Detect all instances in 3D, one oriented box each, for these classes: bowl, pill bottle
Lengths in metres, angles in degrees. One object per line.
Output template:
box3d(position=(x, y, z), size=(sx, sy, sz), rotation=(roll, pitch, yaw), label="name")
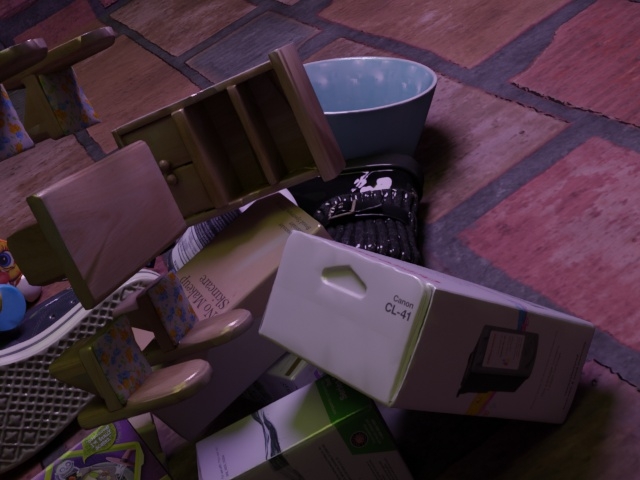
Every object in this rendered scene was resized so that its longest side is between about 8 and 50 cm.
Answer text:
box3d(position=(0.049, -0.202, 1.488), size=(0.312, 0.163, 0.311), rotation=(-4, 29, 2), label="bowl")
box3d(position=(-0.147, 0.015, 1.284), size=(0.245, 0.130, 0.130), rotation=(-49, 22, 32), label="pill bottle")

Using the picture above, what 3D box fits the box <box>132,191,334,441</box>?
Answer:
box3d(position=(-0.117, 0.093, 1.111), size=(0.311, 0.121, 0.148), rotation=(-43, 41, -8), label="box")

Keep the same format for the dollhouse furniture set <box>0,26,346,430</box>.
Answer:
box3d(position=(-0.158, -0.066, 0.939), size=(0.257, 0.362, 0.394), rotation=(-20, 13, 21), label="dollhouse furniture set")

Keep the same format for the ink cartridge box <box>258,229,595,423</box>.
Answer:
box3d(position=(0.121, 0.100, 0.943), size=(0.226, 0.306, 0.131), rotation=(21, 95, 48), label="ink cartridge box")

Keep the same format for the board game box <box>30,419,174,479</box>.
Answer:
box3d(position=(-0.312, 0.390, 0.988), size=(0.347, 0.208, 0.056), rotation=(-37, -8, -15), label="board game box")

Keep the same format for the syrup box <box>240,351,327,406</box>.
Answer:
box3d(position=(-0.076, 0.166, 1.189), size=(0.237, 0.093, 0.096), rotation=(8, 48, 42), label="syrup box")

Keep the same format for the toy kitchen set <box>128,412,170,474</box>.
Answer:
box3d(position=(-0.309, 0.333, 1.145), size=(0.207, 0.122, 0.166), rotation=(-14, 30, -15), label="toy kitchen set")

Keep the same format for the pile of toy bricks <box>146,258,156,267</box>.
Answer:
box3d(position=(-0.372, -0.008, 1.550), size=(0.118, 0.105, 0.212), rotation=(0, 70, 26), label="pile of toy bricks")

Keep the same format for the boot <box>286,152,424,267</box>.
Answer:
box3d(position=(-0.001, -0.003, 1.331), size=(0.348, 0.131, 0.260), rotation=(-14, 39, 24), label="boot")

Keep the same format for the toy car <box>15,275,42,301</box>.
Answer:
box3d(position=(-0.649, 0.069, 1.686), size=(0.159, 0.136, 0.182), rotation=(-27, 33, 1), label="toy car")

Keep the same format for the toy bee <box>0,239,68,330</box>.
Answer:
box3d(position=(-0.523, 0.059, 1.288), size=(0.195, 0.162, 0.298), rotation=(-11, 27, 23), label="toy bee")

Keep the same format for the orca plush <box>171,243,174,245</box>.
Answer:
box3d(position=(-0.314, -0.062, 1.655), size=(0.287, 0.102, 0.151), rotation=(-26, 33, 3), label="orca plush")

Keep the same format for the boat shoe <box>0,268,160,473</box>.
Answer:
box3d(position=(-0.455, 0.208, 1.334), size=(0.500, 0.186, 0.156), rotation=(-36, 24, -20), label="boat shoe")

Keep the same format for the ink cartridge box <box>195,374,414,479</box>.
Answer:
box3d(position=(-0.018, 0.258, 0.972), size=(0.208, 0.153, 0.087), rotation=(-27, 33, 0), label="ink cartridge box")
